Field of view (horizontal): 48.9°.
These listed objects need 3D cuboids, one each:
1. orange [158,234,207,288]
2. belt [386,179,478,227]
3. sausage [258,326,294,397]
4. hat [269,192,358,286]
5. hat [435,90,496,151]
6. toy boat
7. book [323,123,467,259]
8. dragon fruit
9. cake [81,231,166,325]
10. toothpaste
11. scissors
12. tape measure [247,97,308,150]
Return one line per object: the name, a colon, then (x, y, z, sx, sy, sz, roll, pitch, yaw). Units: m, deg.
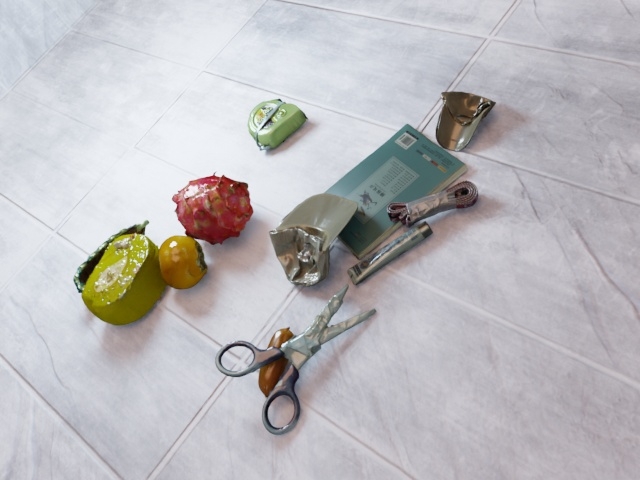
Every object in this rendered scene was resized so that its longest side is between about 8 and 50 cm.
orange: (-0.384, 0.059, 1.971, 0.134, 0.155, 0.155, -13, 44, -21)
belt: (0.285, -0.088, 1.776, 0.232, 0.053, 0.071, -17, 67, 8)
sausage: (-0.111, 0.290, 1.715, 0.062, 0.054, 0.183, 4, 61, 38)
hat: (0.000, 0.000, 1.851, 0.244, 0.149, 0.214, -34, 37, -27)
hat: (0.384, -0.325, 1.920, 0.147, 0.085, 0.175, 23, 92, 26)
toy boat: (-0.630, 0.050, 2.137, 0.293, 0.108, 0.099, -51, 18, -21)
book: (0.173, -0.141, 1.907, 0.379, 0.031, 0.264, -40, 48, -4)
dragon fruit: (-0.323, -0.091, 2.021, 0.268, 0.210, 0.205, 13, 20, 32)
cake: (-0.550, 0.113, 2.018, 0.179, 0.156, 0.261, 2, 59, 36)
toothpaste: (0.174, 0.031, 1.773, 0.239, 0.039, 0.062, -33, 43, 4)
scissors: (-0.037, 0.257, 1.681, 0.383, 0.029, 0.256, -37, 71, -12)
tape measure: (-0.151, -0.367, 2.206, 0.177, 0.087, 0.154, -42, 60, -5)
